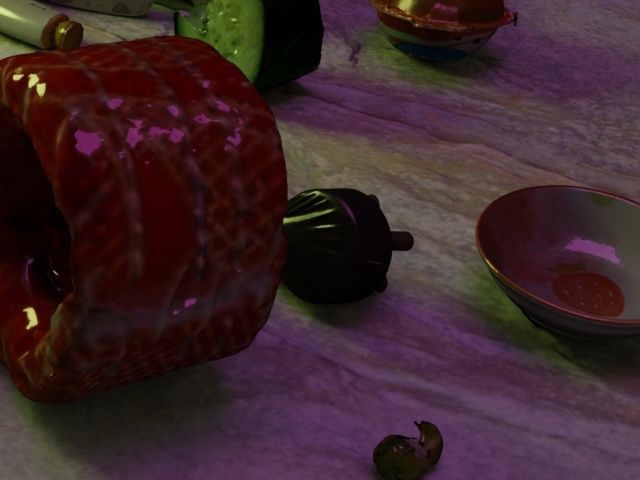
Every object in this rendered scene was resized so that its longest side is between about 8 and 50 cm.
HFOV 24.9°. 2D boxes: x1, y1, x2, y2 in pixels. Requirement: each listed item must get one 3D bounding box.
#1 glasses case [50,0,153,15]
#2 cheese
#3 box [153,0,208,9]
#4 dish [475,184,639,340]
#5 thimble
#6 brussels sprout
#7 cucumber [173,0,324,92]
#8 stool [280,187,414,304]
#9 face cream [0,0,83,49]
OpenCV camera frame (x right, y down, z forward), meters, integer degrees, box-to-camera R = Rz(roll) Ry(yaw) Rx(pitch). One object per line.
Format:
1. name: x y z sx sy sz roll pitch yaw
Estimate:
1. glasses case: -0.318 -0.358 2.054 0.164 0.063 0.041 10 32 -2
2. cheese: 0.178 -0.353 2.127 0.217 0.129 0.329 6 23 0
3. box: -0.186 -0.508 2.178 0.373 0.090 0.367 21 63 13
4. dish: 0.296 0.042 1.627 0.260 0.085 0.260 5 35 -4
5. thimble: -0.197 -0.024 1.381 0.231 0.350 0.350 -10 39 -30
6. brussels sprout: 0.089 0.199 1.378 0.051 0.046 0.083 40 43 26
7. cucumber: -0.090 -0.283 1.912 0.191 0.191 0.130 33 41 29
8. stool: 0.000 0.000 1.587 0.217 0.125 0.121 12 12 36
9. face cream: -0.407 -0.302 1.961 0.182 0.051 0.072 24 33 17
